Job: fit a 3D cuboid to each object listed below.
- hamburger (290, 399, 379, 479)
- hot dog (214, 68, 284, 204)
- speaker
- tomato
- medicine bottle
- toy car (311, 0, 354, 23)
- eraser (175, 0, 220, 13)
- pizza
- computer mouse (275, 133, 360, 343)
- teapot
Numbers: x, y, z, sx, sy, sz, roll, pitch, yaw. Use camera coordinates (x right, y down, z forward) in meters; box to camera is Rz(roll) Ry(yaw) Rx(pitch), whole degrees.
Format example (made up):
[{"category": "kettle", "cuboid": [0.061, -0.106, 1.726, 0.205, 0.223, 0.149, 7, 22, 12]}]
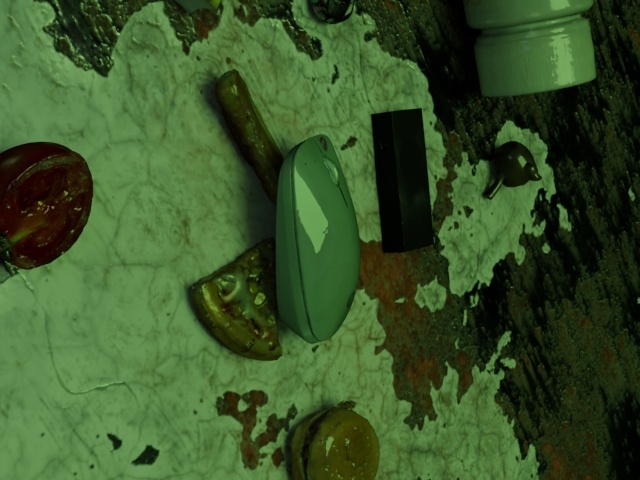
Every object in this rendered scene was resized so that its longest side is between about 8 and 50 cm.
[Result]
[{"category": "hamburger", "cuboid": [0.023, 0.313, 1.712, 0.138, 0.083, 0.147, -22, 110, -48]}, {"category": "hot dog", "cuboid": [-0.090, -0.136, 1.603, 0.066, 0.047, 0.216, -84, 153, -51]}, {"category": "speaker", "cuboid": [0.130, -0.094, 1.838, 0.082, 0.044, 0.218, -12, 100, -46]}, {"category": "tomato", "cuboid": [-0.332, -0.049, 1.324, 0.139, 0.091, 0.159, -45, 150, -25]}, {"category": "medicine bottle", "cuboid": [0.332, -0.432, 1.923, 0.211, 0.211, 0.372, -22, 107, -44]}, {"category": "toy car", "cuboid": [0.027, -0.385, 1.714, 0.069, 0.055, 0.142, 16, 78, -42]}, {"category": "eraser", "cuboid": [-0.157, -0.422, 1.509, 0.158, 0.069, 0.226, 43, 61, -41]}, {"category": "pizza", "cuboid": [-0.087, 0.077, 1.620, 0.185, 0.036, 0.176, 55, 54, -33]}, {"category": "computer mouse", "cuboid": [0.006, 0.002, 1.627, 0.159, 0.097, 0.288, -32, 128, -62]}, {"category": "teapot", "cuboid": [0.324, -0.114, 2.024, 0.110, 0.085, 0.080, -37, 117, -17]}]
